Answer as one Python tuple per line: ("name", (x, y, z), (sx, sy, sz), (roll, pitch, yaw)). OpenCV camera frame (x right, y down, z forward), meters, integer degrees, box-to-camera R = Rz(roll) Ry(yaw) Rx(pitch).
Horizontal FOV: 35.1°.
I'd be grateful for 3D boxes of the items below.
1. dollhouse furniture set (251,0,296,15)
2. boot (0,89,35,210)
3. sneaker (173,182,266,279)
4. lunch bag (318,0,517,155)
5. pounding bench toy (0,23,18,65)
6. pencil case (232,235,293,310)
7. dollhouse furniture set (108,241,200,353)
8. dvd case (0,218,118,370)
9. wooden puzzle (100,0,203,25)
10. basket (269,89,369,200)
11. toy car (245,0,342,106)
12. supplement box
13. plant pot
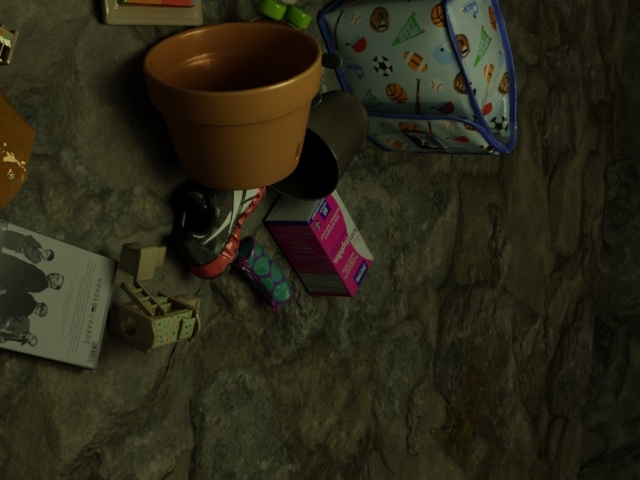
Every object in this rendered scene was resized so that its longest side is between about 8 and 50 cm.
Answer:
("dollhouse furniture set", (-0.054, -0.535, 1.892), (0.129, 0.129, 0.183), (58, 47, -36))
("boot", (-0.497, -0.097, 1.329), (0.211, 0.104, 0.295), (55, 48, -41))
("sneaker", (-0.176, -0.076, 1.765), (0.135, 0.098, 0.276), (48, 55, -46))
("lunch bag", (0.218, -0.345, 2.101), (0.239, 0.328, 0.385), (-47, 129, -36))
("pounding bench toy", (-0.470, -0.265, 1.401), (0.065, 0.052, 0.083), (27, 69, -51))
("pencil case", (-0.112, 0.061, 1.887), (0.151, 0.065, 0.070), (52, 36, -40))
("dollhouse furniture set", (-0.235, 0.081, 1.651), (0.182, 0.101, 0.160), (-10, 117, -53))
("dvd case", (-0.412, 0.086, 1.510), (0.239, 0.030, 0.179), (26, 70, -52))
("wooden puzzle", (-0.276, -0.467, 1.665), (0.239, 0.044, 0.220), (-14, 102, -53))
("basket", (-0.006, -0.195, 1.942), (0.227, 0.204, 0.154), (-42, 158, -53))
("toy car", (-0.049, -0.323, 1.813), (0.149, 0.188, 0.155), (4, 122, -54))
("supplement box", (0.000, 0.000, 1.998), (0.111, 0.114, 0.220), (-61, 137, -34))
("plant pot", (-0.140, -0.217, 1.687), (0.291, 0.291, 0.203), (-42, 139, -45))
